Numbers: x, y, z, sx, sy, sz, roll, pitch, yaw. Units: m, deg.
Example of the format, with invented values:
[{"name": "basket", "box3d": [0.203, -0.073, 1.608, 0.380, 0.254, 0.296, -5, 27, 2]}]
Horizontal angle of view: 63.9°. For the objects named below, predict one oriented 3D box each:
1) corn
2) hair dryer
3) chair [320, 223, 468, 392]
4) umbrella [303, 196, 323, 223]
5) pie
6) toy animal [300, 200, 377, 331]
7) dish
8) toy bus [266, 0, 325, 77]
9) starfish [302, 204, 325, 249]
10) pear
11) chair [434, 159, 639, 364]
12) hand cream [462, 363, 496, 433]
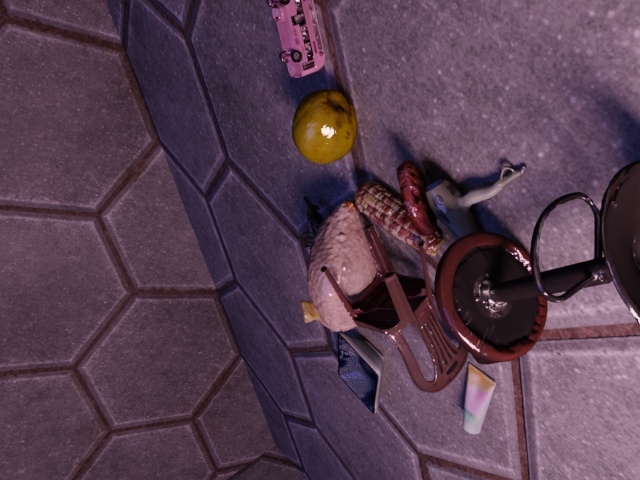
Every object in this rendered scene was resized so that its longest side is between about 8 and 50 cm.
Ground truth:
[{"name": "corn", "box3d": [0.166, -0.047, 1.103, 0.237, 0.080, 0.079, 41, 148, 30]}, {"name": "hair dryer", "box3d": [0.294, -0.048, 0.911, 0.199, 0.067, 0.167, -7, 119, 47]}, {"name": "chair", "box3d": [0.173, 0.150, 1.099, 0.183, 0.176, 0.326, 11, 134, 49]}, {"name": "umbrella", "box3d": [0.023, -0.018, 1.447, 0.269, 0.044, 0.044, 63, -178, 18]}, {"name": "pie", "box3d": [0.186, -0.081, 0.982, 0.036, 0.154, 0.154, -19, 100, 23]}, {"name": "toy animal", "box3d": [0.062, 0.078, 1.238, 0.188, 0.226, 0.358, 4, 120, 16]}, {"name": "dish", "box3d": [0.137, 0.392, 1.571, 0.182, 0.080, 0.243, 42, 150, 36]}, {"name": "toy bus", "box3d": [-0.051, -0.453, 1.080, 0.063, 0.090, 0.203, 24, 136, 52]}, {"name": "starfish", "box3d": [0.001, 0.001, 1.393, 0.146, 0.074, 0.189, 11, 107, 42]}, {"name": "pear", "box3d": [0.010, -0.245, 1.109, 0.149, 0.149, 0.162, 52, 152, 19]}, {"name": "chair", "box3d": [0.325, 0.064, 0.738, 0.226, 0.227, 0.401, 60, 155, 4]}, {"name": "hand cream", "box3d": [0.361, 0.370, 1.188, 0.076, 0.047, 0.174, 35, 135, 45]}]
